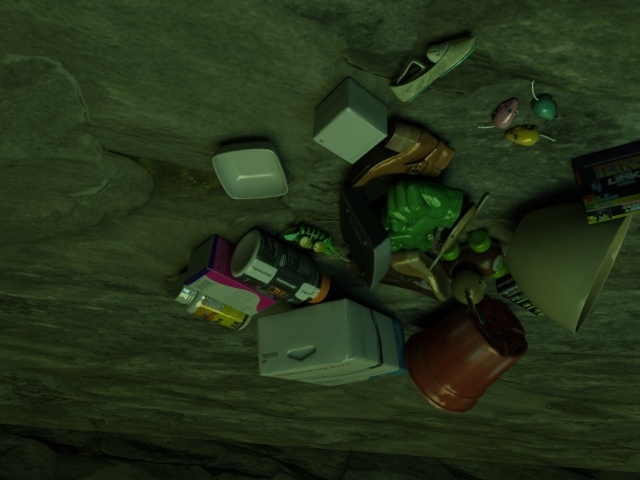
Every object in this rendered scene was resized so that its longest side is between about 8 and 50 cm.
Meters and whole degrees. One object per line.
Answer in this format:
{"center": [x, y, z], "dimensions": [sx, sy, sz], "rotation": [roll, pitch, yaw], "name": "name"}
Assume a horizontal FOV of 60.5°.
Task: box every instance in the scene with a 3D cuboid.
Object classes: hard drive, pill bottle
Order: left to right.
{"center": [-0.296, 0.165, 1.529], "dimensions": [0.215, 0.117, 0.117], "rotation": [27, 137, -27], "name": "pill bottle"}
{"center": [-0.093, 0.079, 1.389], "dimensions": [0.245, 0.131, 0.130], "rotation": [29, 136, -29], "name": "pill bottle"}
{"center": [0.098, -0.003, 1.219], "dimensions": [0.054, 0.172, 0.255], "rotation": [-24, 157, -7], "name": "hard drive"}

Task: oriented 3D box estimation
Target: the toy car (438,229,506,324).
{"center": [0.376, 0.100, 1.327], "dimensions": [0.148, 0.189, 0.155], "rotation": [-18, 138, 26], "name": "toy car"}

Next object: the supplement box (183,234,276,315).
{"center": [-0.227, 0.096, 1.437], "dimensions": [0.220, 0.114, 0.111], "rotation": [33, 133, -32], "name": "supplement box"}

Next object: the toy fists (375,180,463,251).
{"center": [0.195, -0.045, 1.193], "dimensions": [0.142, 0.096, 0.279], "rotation": [13, 160, -3], "name": "toy fists"}

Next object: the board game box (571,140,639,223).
{"center": [0.590, -0.117, 1.059], "dimensions": [0.170, 0.141, 0.048], "rotation": [-15, 141, 23], "name": "board game box"}

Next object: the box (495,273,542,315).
{"center": [0.599, 0.120, 1.457], "dimensions": [0.184, 0.045, 0.190], "rotation": [25, 138, -29], "name": "box"}

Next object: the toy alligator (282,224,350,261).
{"center": [0.000, 0.000, 1.345], "dimensions": [0.189, 0.056, 0.051], "rotation": [20, 100, -20], "name": "toy alligator"}

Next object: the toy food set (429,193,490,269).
{"center": [0.294, -0.031, 1.203], "dimensions": [0.038, 0.192, 0.132], "rotation": [38, 142, 14], "name": "toy food set"}

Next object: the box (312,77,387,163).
{"center": [0.055, -0.219, 1.014], "dimensions": [0.102, 0.087, 0.101], "rotation": [28, 137, -28], "name": "box"}

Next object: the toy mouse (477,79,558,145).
{"center": [0.381, -0.230, 1.018], "dimensions": [0.160, 0.031, 0.143], "rotation": [2, 143, 3], "name": "toy mouse"}

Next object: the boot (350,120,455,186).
{"center": [0.162, -0.151, 1.114], "dimensions": [0.152, 0.073, 0.197], "rotation": [15, 147, -25], "name": "boot"}

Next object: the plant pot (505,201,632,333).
{"center": [0.523, 0.032, 1.199], "dimensions": [0.190, 0.284, 0.284], "rotation": [26, 154, 30], "name": "plant pot"}

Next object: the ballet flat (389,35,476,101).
{"center": [0.184, -0.296, 0.930], "dimensions": [0.052, 0.057, 0.168], "rotation": [36, 133, -22], "name": "ballet flat"}

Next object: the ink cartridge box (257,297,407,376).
{"center": [0.045, 0.303, 1.562], "dimensions": [0.285, 0.166, 0.395], "rotation": [-16, 156, 25], "name": "ink cartridge box"}

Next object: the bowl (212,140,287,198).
{"center": [-0.143, -0.153, 1.148], "dimensions": [0.141, 0.053, 0.142], "rotation": [-4, 143, 10], "name": "bowl"}

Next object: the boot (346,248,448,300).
{"center": [0.208, 0.090, 1.441], "dimensions": [0.206, 0.090, 0.248], "rotation": [-8, 145, 34], "name": "boot"}

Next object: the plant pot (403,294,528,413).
{"center": [0.424, 0.310, 1.564], "dimensions": [0.272, 0.273, 0.265], "rotation": [19, 133, -20], "name": "plant pot"}
